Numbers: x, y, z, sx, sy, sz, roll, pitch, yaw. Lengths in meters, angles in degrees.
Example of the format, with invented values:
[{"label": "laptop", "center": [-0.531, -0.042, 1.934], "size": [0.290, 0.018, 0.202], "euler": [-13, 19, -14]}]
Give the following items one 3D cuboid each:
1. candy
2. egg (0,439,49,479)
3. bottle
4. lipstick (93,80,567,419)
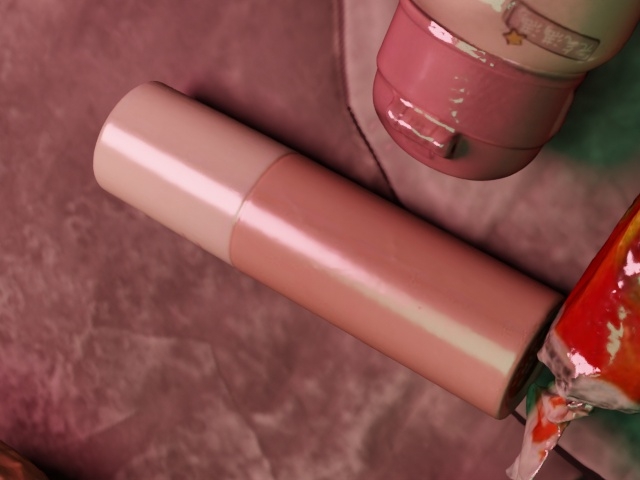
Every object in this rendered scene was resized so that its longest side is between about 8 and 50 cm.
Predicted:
[{"label": "candy", "center": [0.161, 0.000, 0.569], "size": [0.059, 0.086, 0.292], "euler": [33, 119, 8]}, {"label": "egg", "center": [-0.285, 0.245, 0.819], "size": [0.279, 0.279, 0.310], "euler": [33, 103, 19]}, {"label": "bottle", "center": [0.095, -0.134, 0.555], "size": [0.110, 0.110, 0.233], "euler": [33, 120, 19]}, {"label": "lipstick", "center": [0.000, 0.000, 0.677], "size": [0.254, 0.070, 0.070], "euler": [29, 118, 21]}]
